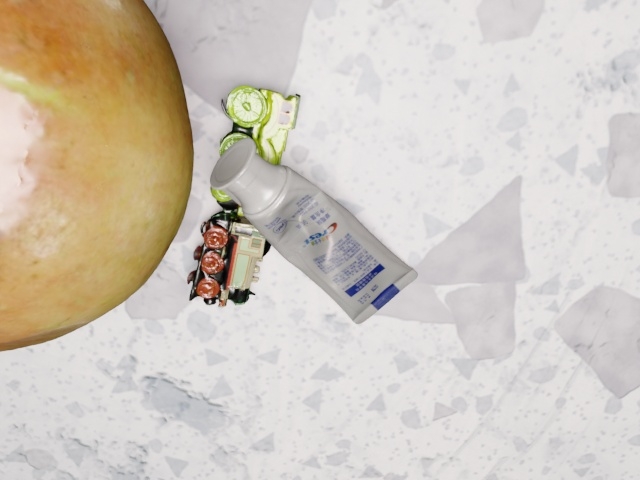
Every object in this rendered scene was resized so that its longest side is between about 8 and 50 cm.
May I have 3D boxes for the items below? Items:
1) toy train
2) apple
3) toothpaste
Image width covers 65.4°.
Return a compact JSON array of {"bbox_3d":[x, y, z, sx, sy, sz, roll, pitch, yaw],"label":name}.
[{"bbox_3d":[-0.084,-0.039,0.533,0.085,0.053,0.249,12,108,-11],"label":"toy train"},{"bbox_3d":[-0.255,-0.088,0.391,0.339,0.305,0.338,1,98,8],"label":"apple"},{"bbox_3d":[0.000,0.000,0.525,0.096,0.061,0.266,-41,126,10],"label":"toothpaste"}]
